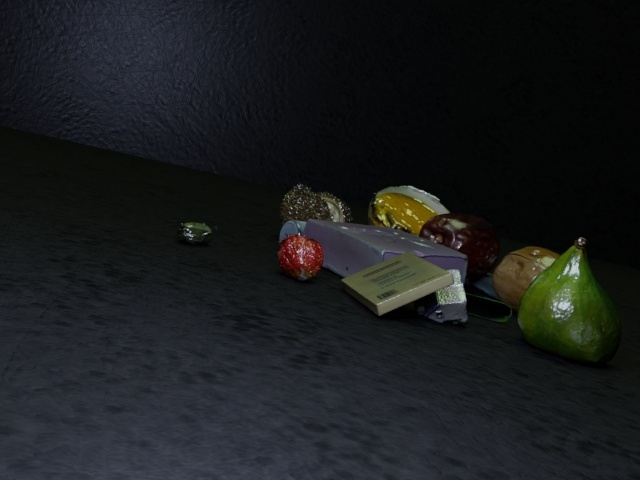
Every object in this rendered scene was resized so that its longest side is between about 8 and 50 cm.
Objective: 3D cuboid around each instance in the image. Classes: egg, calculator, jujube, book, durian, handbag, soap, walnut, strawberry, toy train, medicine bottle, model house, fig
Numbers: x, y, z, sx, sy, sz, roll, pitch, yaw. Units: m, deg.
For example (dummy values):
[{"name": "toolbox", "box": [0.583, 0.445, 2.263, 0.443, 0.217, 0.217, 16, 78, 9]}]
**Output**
[{"name": "egg", "box": [0.247, -0.015, 2.374, 0.264, 0.174, 0.286, 12, 32, -13]}, {"name": "calculator", "box": [0.482, 0.127, 2.157, 0.141, 0.045, 0.246, 12, 7, -18]}, {"name": "jujube", "box": [0.357, 0.009, 2.134, 0.183, 0.183, 0.243, 20, 1, 39]}, {"name": "book", "box": [0.143, 0.080, 1.620, 0.161, 0.026, 0.231, -22, 15, -10]}, {"name": "durian", "box": [-0.017, -0.075, 2.233, 0.196, 0.167, 0.196, 45, 16, -16]}, {"name": "handbag", "box": [-0.271, -0.015, 1.807, 0.072, 0.047, 0.111, 16, 5, 23]}, {"name": "soap", "box": [0.148, 0.040, 1.954, 0.296, 0.107, 0.285, 4, 14, -41]}, {"name": "walnut", "box": [0.503, 0.098, 1.963, 0.167, 0.167, 0.207, 9, 11, -37]}, {"name": "strawberry", "box": [-0.041, 0.040, 1.698, 0.106, 0.106, 0.106, 14, 7, -2]}, {"name": "toy train", "box": [0.305, 0.132, 1.795, 0.209, 0.044, 0.042, 14, 6, -1]}, {"name": "medicine bottle", "box": [0.000, 0.000, 2.061, 0.203, 0.083, 0.083, 7, 10, -38]}, {"name": "model house", "box": [0.233, 0.122, 1.643, 0.100, 0.088, 0.101, -8, 41, 2]}, {"name": "fig", "box": [0.487, 0.106, 1.602, 0.203, 0.235, 0.203, 9, 9, -1]}]
